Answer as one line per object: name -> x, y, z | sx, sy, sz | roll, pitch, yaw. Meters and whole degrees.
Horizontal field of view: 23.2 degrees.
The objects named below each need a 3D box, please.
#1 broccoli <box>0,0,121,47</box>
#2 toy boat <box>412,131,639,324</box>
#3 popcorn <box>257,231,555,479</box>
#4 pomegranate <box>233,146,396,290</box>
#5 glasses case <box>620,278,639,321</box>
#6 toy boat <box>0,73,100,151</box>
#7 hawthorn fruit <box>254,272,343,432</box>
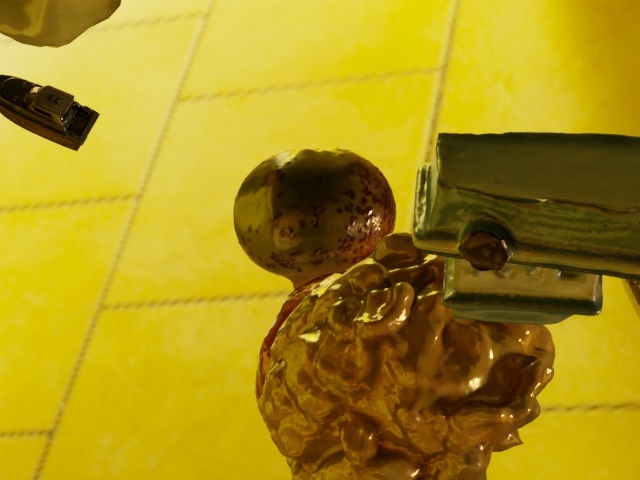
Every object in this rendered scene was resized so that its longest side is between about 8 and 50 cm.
broccoli -> -0.067, -0.285, 0.517 | 0.274, 0.397, 0.353 | 6, 73, -25
toy boat -> 0.168, 0.003, 0.835 | 0.237, 0.098, 0.109 | 4, 36, 4
popcorn -> 0.078, 0.121, 1.260 | 0.249, 0.249, 0.225 | -40, 66, -19
pomegranate -> 0.000, 0.000, 2.048 | 0.214, 0.248, 0.214 | -9, 2, 0
glasses case -> 0.392, 0.119, 1.492 | 0.085, 0.137, 0.355 | -35, 39, 1
toy boat -> -0.332, -0.156, 1.821 | 0.141, 0.060, 0.055 | 25, 55, -1
hawthorn fruit -> 0.031, 0.150, 1.610 | 0.205, 0.205, 0.253 | -21, 25, 2
